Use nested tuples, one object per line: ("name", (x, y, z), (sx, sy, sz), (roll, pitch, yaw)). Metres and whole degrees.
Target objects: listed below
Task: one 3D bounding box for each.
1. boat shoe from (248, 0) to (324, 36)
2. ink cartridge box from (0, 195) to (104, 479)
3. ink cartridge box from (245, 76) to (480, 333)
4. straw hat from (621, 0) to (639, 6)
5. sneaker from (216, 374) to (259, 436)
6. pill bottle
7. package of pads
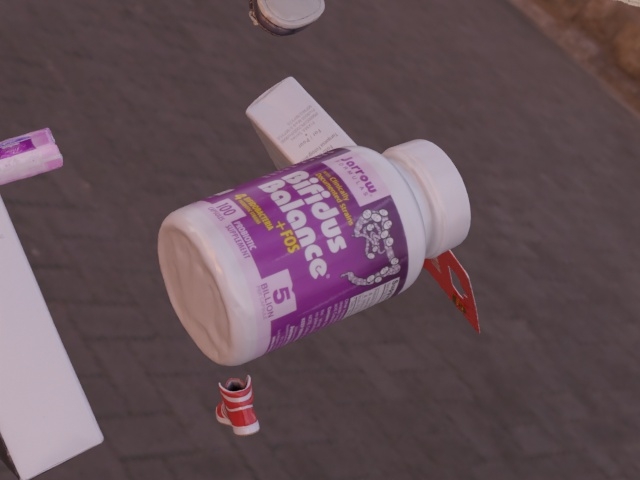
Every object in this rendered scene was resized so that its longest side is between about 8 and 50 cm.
("boat shoe", (-0.041, -0.251, 1.425), (0.075, 0.065, 0.206), (30, 28, -11))
("ink cartridge box", (-0.241, -0.024, 0.829), (0.165, 0.065, 0.332), (14, -55, 63))
("ink cartridge box", (0.067, -0.023, 1.902), (0.385, 0.091, 0.308), (50, -4, 20))
("straw hat", (0.194, -0.220, 0.959), (0.145, 0.061, 0.144), (14, 25, -7))
("sneaker", (-0.105, 0.192, 1.624), (0.042, 0.067, 0.118), (-15, 10, -17))
("pill bottle", (0.000, 0.000, 1.382), (0.302, 0.169, 0.169), (-23, 56, -26))
("package of pads", (-0.307, -0.084, 1.362), (0.083, 0.032, 0.050), (-18, 30, -12))
